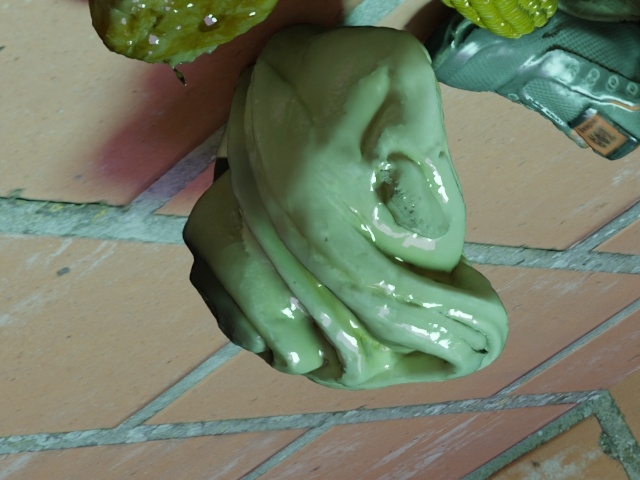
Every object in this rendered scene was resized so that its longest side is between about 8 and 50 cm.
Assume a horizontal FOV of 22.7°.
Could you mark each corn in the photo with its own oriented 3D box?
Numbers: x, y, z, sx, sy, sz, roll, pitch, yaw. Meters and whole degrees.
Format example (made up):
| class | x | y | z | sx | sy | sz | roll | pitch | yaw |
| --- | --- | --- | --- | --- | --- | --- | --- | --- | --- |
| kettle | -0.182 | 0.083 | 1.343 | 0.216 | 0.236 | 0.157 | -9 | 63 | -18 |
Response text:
| class | x | y | z | sx | sy | sz | roll | pitch | yaw |
| --- | --- | --- | --- | --- | --- | --- | --- | --- | --- |
| corn | 0.129 | -0.237 | 1.292 | 0.115 | 0.115 | 0.318 | -32 | 160 | 14 |

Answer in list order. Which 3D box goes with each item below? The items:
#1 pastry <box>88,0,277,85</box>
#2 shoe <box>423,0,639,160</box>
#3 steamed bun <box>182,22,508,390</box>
| class | x | y | z | sx | sy | sz | roll | pitch | yaw |
| --- | --- | --- | --- | --- | --- | --- | --- | --- | --- |
| pastry | -0.099 | -0.190 | 1.169 | 0.153 | 0.081 | 0.153 | -17 | 150 | -11 |
| shoe | 0.241 | -0.151 | 1.552 | 0.336 | 0.171 | 0.132 | -8 | 154 | -42 |
| steamed bun | 0.000 | 0.000 | 1.391 | 0.237 | 0.346 | 0.394 | -18 | 141 | -6 |
